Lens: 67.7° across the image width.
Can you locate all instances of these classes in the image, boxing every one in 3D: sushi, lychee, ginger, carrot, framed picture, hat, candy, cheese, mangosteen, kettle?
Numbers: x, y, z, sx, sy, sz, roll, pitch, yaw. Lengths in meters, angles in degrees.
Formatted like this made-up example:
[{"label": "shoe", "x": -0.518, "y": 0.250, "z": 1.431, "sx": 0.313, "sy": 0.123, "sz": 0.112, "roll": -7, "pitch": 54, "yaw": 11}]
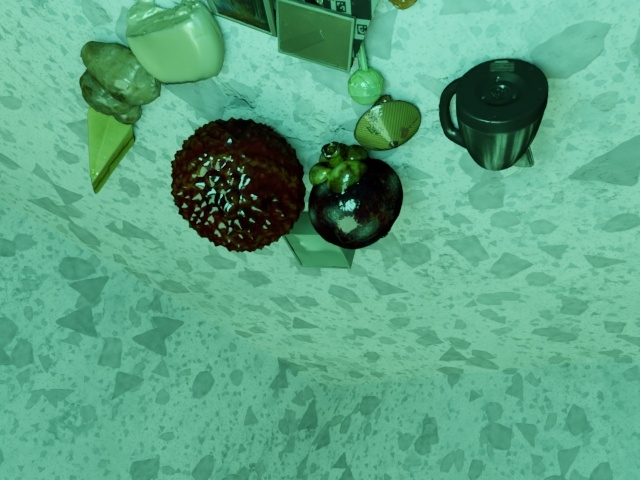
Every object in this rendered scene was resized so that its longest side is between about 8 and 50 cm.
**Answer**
[{"label": "sushi", "x": 0.016, "y": -0.581, "z": 1.085, "sx": 0.263, "sy": 0.050, "sz": 0.290, "roll": 30, "pitch": 148, "yaw": -1}, {"label": "lychee", "x": -0.248, "y": -0.164, "z": 1.513, "sx": 0.424, "sy": 0.425, "sz": 0.500, "roll": 7, "pitch": 164, "yaw": 17}, {"label": "ginger", "x": -0.636, "y": -0.483, "z": 1.491, "sx": 0.244, "sy": 0.155, "sz": 0.304, "roll": 27, "pitch": 155, "yaw": -25}, {"label": "carrot", "x": 0.150, "y": -0.345, "z": 1.361, "sx": 0.060, "sy": 0.060, "sz": 0.186, "roll": 26, "pitch": 147, "yaw": -11}, {"label": "framed picture", "x": -0.014, "y": -0.500, "z": 1.162, "sx": 0.203, "sy": 0.015, "sz": 0.150, "roll": 21, "pitch": 147, "yaw": 12}, {"label": "hat", "x": 0.195, "y": -0.291, "z": 1.331, "sx": 0.192, "sy": 0.082, "sz": 0.193, "roll": -6, "pitch": 148, "yaw": -4}, {"label": "candy", "x": 0.094, "y": -0.492, "z": 1.180, "sx": 0.092, "sy": 0.093, "sz": 0.336, "roll": -26, "pitch": 132, "yaw": -10}, {"label": "cheese", "x": -0.390, "y": -0.542, "z": 1.288, "sx": 0.265, "sy": 0.127, "sz": 0.233, "roll": 1, "pitch": 140, "yaw": 22}, {"label": "mangosteen", "x": 0.098, "y": -0.132, "z": 1.472, "sx": 0.329, "sy": 0.330, "sz": 0.330, "roll": 13, "pitch": 146, "yaw": 9}, {"label": "kettle", "x": 0.424, "y": -0.279, "z": 1.199, "sx": 0.250, "sy": 0.208, "sz": 0.271, "roll": -2, "pitch": 150, "yaw": 18}, {"label": "framed picture", "x": -0.196, "y": -0.568, "z": 1.130, "sx": 0.184, "sy": 0.016, "sz": 0.250, "roll": 20, "pitch": 180, "yaw": -1}]

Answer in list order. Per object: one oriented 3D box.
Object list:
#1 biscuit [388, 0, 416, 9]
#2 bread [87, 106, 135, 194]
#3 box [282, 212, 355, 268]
[{"label": "biscuit", "x": 0.166, "y": -0.605, "z": 0.996, "sx": 0.186, "sy": 0.036, "sz": 0.192, "roll": 31, "pitch": 146, "yaw": -13}, {"label": "bread", "x": -0.784, "y": -0.322, "z": 1.658, "sx": 0.163, "sy": 0.264, "sz": 0.167, "roll": 30, "pitch": 158, "yaw": -11}, {"label": "box", "x": 0.000, "y": 0.000, "z": 1.884, "sx": 0.224, "sy": 0.118, "sz": 0.225, "roll": 2, "pitch": 144, "yaw": 24}]
